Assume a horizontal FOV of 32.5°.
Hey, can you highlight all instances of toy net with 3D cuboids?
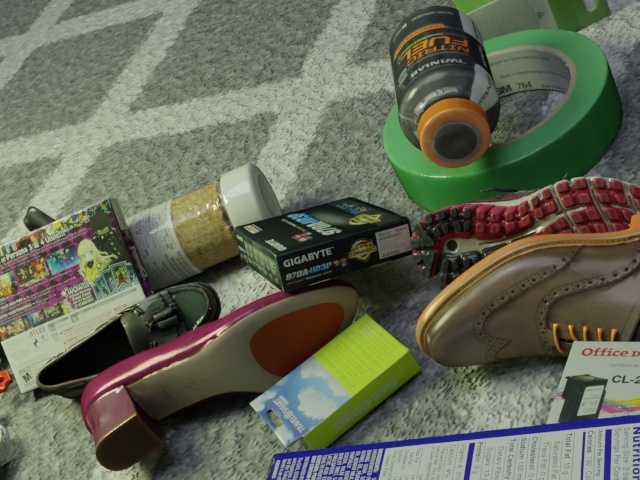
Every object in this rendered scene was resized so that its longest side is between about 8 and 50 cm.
[{"bbox_3d":[-0.465,0.256,1.536,0.122,0.045,0.232,-35,36,-10],"label":"toy net"}]

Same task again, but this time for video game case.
[{"bbox_3d":[-0.354,0.079,1.550,0.232,0.210,0.042,-23,-2,11],"label":"video game case"}]

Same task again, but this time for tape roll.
[{"bbox_3d":[0.246,-0.166,1.512,0.321,0.077,0.321,-20,35,14],"label":"tape roll"}]

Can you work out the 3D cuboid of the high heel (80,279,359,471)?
[{"bbox_3d":[-0.136,0.132,1.383,0.377,0.127,0.181,-28,27,-4],"label":"high heel"}]

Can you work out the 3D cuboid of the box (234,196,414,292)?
[{"bbox_3d":[0.000,0.000,1.407,0.175,0.051,0.220,-16,14,-14],"label":"box"}]

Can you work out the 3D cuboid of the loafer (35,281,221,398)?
[{"bbox_3d":[-0.257,0.140,1.464,0.268,0.084,0.096,-30,78,12],"label":"loafer"}]

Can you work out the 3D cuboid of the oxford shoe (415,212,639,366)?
[{"bbox_3d":[0.275,0.070,1.148,0.364,0.130,0.132,-21,41,14],"label":"oxford shoe"}]

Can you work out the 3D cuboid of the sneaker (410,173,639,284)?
[{"bbox_3d":[0.259,-0.020,1.289,0.299,0.120,0.112,-2,12,24],"label":"sneaker"}]

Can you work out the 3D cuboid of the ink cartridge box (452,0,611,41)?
[{"bbox_3d":[0.319,-0.351,1.664,0.209,0.109,0.062,-24,35,9],"label":"ink cartridge box"}]

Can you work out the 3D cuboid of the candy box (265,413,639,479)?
[{"bbox_3d":[0.144,0.268,0.863,0.317,0.268,0.122,-11,43,26],"label":"candy box"}]

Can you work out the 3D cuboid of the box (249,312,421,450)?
[{"bbox_3d":[0.016,0.171,1.281,0.178,0.042,0.109,-37,34,-10],"label":"box"}]

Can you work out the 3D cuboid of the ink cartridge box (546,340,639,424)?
[{"bbox_3d":[0.285,0.181,1.040,0.127,0.072,0.175,-3,43,35],"label":"ink cartridge box"}]

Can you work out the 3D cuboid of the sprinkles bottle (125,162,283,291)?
[{"bbox_3d":[-0.232,0.008,1.605,0.355,0.121,0.121,-23,35,11],"label":"sprinkles bottle"}]

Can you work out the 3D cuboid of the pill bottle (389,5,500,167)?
[{"bbox_3d":[0.162,-0.195,1.429,0.130,0.130,0.245,-21,36,14],"label":"pill bottle"}]

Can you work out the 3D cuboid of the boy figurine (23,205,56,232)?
[{"bbox_3d":[-0.490,0.092,1.690,0.285,0.092,0.177,-59,11,-16],"label":"boy figurine"}]
